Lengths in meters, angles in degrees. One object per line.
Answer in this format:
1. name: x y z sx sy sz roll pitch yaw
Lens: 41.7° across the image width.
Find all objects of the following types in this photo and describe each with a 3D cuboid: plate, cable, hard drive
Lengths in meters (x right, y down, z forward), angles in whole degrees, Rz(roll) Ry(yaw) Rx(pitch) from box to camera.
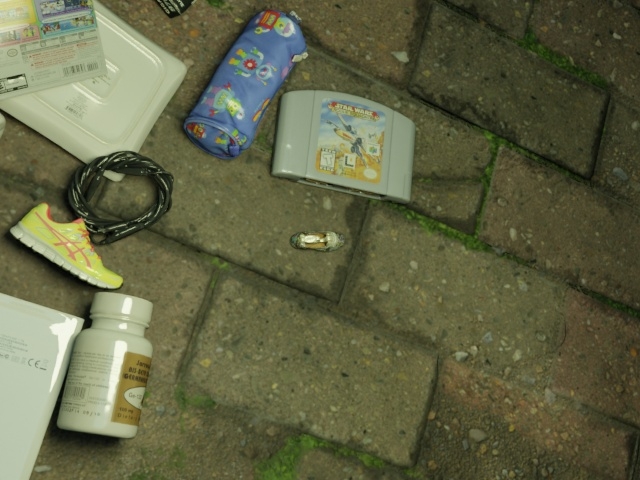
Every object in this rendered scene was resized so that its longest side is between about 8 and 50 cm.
1. plate: -0.405 -0.291 1.508 0.277 0.045 0.278 35 69 -24
2. cable: -0.352 -0.085 1.500 0.184 0.047 0.150 -27 100 -15
3. hard drive: -0.541 0.250 1.370 0.210 0.040 0.318 20 72 -16

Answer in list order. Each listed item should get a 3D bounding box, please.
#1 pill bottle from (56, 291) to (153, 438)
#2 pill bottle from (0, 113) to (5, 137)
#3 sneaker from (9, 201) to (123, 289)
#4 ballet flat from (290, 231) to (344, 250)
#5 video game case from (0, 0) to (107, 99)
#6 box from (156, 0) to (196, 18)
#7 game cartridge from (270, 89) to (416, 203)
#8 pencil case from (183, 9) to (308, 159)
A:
1. pill bottle: -0.351 0.209 1.405 0.131 0.131 0.229 14 74 -18
2. pill bottle: -0.673 -0.219 1.353 0.283 0.160 0.160 37 68 -11
3. sneaker: -0.421 0.010 1.441 0.208 0.081 0.094 35 75 -11
4. ballet flat: 0.000 0.000 1.636 0.114 0.041 0.041 -1 79 -22
5. video game case: -0.473 -0.348 1.394 0.212 0.023 0.193 -22 120 -30
6. box: -0.289 -0.565 1.598 0.175 0.051 0.220 -52 120 -22
7. game cartridge: 0.053 -0.195 1.693 0.297 0.062 0.198 10 79 -19
8. pencil case: -0.134 -0.298 1.602 0.133 0.119 0.306 26 70 9
